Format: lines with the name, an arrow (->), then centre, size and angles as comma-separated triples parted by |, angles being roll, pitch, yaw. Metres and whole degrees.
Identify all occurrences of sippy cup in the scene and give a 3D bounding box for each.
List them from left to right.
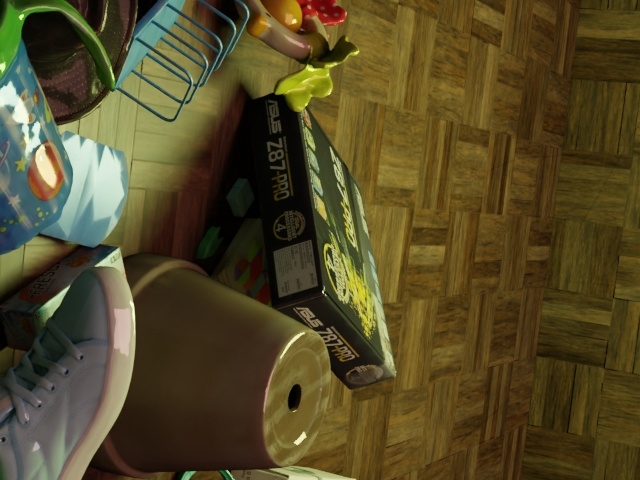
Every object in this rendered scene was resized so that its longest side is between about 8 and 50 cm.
sippy cup -> -0.366, -0.107, 1.202 | 0.240, 0.305, 0.224 | -80, 155, -44

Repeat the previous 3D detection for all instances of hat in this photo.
hat -> -0.298, -0.290, 1.305 | 0.331, 0.134, 0.331 | 0, 90, -44

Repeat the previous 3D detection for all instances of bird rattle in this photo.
bird rattle -> -0.039, -0.342, 1.852 | 0.207, 0.143, 0.253 | 25, 42, -34

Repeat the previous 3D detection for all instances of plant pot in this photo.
plant pot -> -0.149, 0.194, 1.665 | 0.323, 0.280, 0.323 | -29, 123, -58

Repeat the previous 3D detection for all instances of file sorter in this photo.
file sorter -> -0.187, -0.260, 1.604 | 0.170, 0.104, 0.118 | -58, -176, -38

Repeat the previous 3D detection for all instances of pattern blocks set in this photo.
pattern blocks set -> -0.112, 0.070, 1.971 | 0.285, 0.026, 0.325 | -66, 148, -27

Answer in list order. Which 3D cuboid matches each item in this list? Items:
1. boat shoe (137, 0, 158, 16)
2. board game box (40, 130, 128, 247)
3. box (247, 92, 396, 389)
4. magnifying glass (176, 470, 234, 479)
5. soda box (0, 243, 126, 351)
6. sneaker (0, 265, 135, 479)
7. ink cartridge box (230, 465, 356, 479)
boat shoe -> -0.236, -0.362, 1.596 | 0.038, 0.046, 0.125 | 2, 93, -62
board game box -> -0.318, -0.066, 1.542 | 0.169, 0.033, 0.133 | 19, 85, -57
box -> 0.000, 0.000, 1.916 | 0.318, 0.097, 0.395 | 55, 21, -53
magnifying glass -> -0.131, 0.428, 1.905 | 0.231, 0.026, 0.092 | 36, 70, -24
soda box -> -0.326, 0.071, 1.531 | 0.183, 0.058, 0.063 | -44, 135, -50
sneaker -> -0.335, 0.196, 1.402 | 0.150, 0.135, 0.366 | 12, 102, -48
ink cartridge box -> -0.060, 0.498, 2.090 | 0.273, 0.115, 0.198 | 24, 76, -61
